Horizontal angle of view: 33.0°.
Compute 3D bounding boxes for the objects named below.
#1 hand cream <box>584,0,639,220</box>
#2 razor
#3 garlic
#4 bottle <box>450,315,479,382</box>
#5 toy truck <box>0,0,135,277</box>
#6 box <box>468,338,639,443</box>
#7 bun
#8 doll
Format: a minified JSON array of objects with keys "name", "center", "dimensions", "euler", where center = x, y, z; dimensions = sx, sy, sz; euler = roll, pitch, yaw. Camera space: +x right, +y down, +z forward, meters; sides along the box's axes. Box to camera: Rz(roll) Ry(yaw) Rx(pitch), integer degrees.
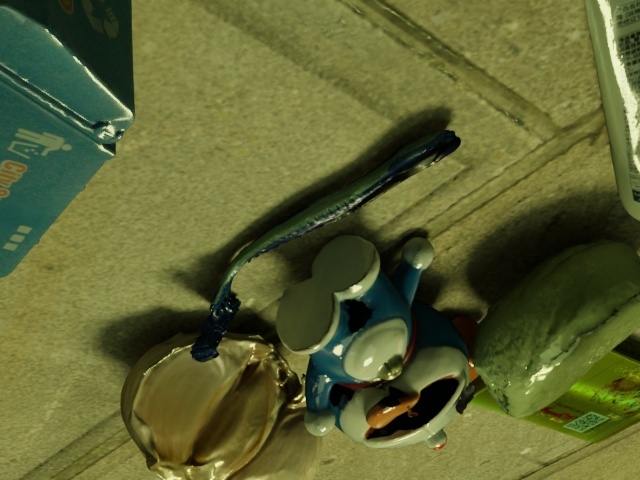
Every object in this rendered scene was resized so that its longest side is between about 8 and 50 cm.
[{"name":"hand cream","center":[0.289,-0.122,0.921],"dimensions":[0.124,0.078,0.341],"euler":[-16,138,5]},{"name":"razor","center":[-0.009,-0.008,0.980],"dimensions":[0.324,0.093,0.056],"euler":[-39,103,27]},{"name":"garlic","center":[-0.105,0.187,1.150],"dimensions":[0.229,0.143,0.178],"euler":[44,79,-16]},{"name":"bottle","center":[0.119,0.161,1.251],"dimensions":[0.069,0.069,0.187],"euler":[13,140,-34]},{"name":"toy truck","center":[-0.260,-0.067,0.699],"dimensions":[0.175,0.146,0.367],"euler":[19,140,-33]},{"name":"box","center":[0.332,0.182,1.377],"dimensions":[0.311,0.043,0.173],"euler":[23,132,-41]},{"name":"bun","center":[0.247,0.086,1.125],"dimensions":[0.221,0.108,0.221],"euler":[-33,157,-16]},{"name":"doll","center":[0.060,0.109,1.080],"dimensions":[0.215,0.161,0.257],"euler":[-45,140,-3]}]
